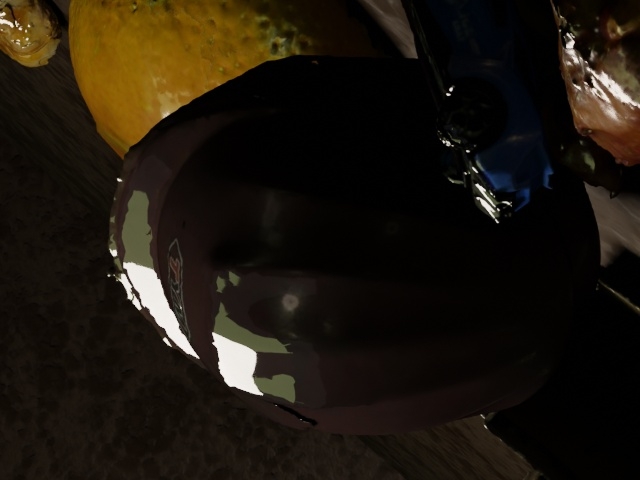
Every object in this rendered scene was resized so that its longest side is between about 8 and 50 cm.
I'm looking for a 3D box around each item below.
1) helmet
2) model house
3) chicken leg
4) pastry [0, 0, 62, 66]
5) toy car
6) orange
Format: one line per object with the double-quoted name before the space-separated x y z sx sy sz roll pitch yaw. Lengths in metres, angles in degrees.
"helmet" 0.027 0.020 1.006 0.177 0.305 0.225 -111 10 -60
"model house" 0.224 0.159 1.268 0.211 0.204 0.243 41 -173 9
"chicken leg" 0.147 -0.082 0.825 0.113 0.093 0.304 62 179 3
"pastry" -0.380 -0.280 2.068 0.153 0.081 0.153 41 160 18
"toy car" 0.071 -0.116 0.886 0.103 0.063 0.216 61 -168 -77
"orange" -0.084 -0.132 1.313 0.334 0.196 0.262 40 159 60
